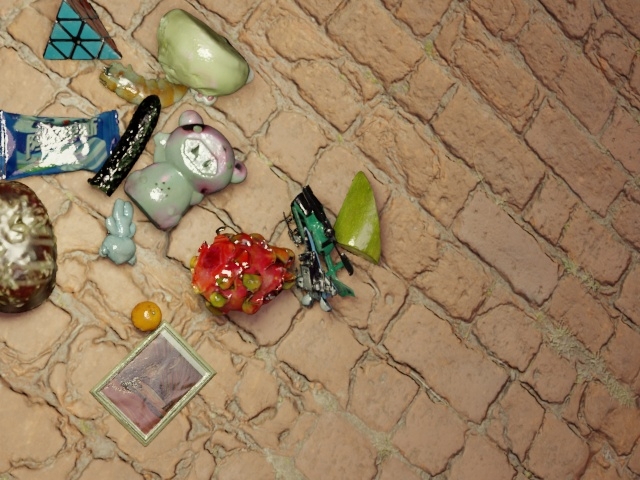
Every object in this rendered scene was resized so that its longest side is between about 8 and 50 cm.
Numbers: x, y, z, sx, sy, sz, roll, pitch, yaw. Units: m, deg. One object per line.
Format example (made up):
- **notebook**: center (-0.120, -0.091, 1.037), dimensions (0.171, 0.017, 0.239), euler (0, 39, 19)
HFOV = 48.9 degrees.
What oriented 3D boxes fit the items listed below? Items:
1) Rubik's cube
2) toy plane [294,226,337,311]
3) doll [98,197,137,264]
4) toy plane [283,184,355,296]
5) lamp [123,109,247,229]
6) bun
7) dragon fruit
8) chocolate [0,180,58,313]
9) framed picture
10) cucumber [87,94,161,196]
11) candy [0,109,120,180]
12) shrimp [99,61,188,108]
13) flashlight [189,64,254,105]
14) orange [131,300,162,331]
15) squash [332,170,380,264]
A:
- **Rubik's cube**: center (-0.672, -0.553, 1.891), dimensions (0.178, 0.190, 0.211), euler (-32, 131, 10)
- **toy plane**: center (-0.027, 0.082, 1.996), dimensions (0.078, 0.169, 0.246), euler (-36, 123, -36)
- **doll**: center (-0.542, -0.021, 1.883), dimensions (0.120, 0.075, 0.180), euler (22, 52, -48)
- **toy plane**: center (0.000, 0.000, 2.045), dimensions (0.106, 0.155, 0.382), euler (-31, 114, -30)
- **lamp**: center (-0.365, -0.185, 1.879), dimensions (0.301, 0.247, 0.247), euler (-43, 97, -12)
- **bun**: center (-0.332, -0.482, 1.896), dimensions (0.283, 0.283, 0.179), euler (37, 104, -14)
- **dragon fruit**: center (-0.199, 0.085, 1.915), dimensions (0.307, 0.243, 0.227), euler (-33, 58, -17)
- **chocolate**: center (-0.758, 0.008, 1.717), dimensions (0.225, 0.210, 0.340), euler (-5, 87, -24)
- **framed picture**: center (-0.446, 0.383, 1.902), dimensions (0.216, 0.016, 0.273), euler (48, 70, -11)
- **cucumber**: center (-0.505, -0.255, 1.877), dimensions (0.081, 0.072, 0.303), euler (42, 71, -37)
- **candy**: center (-0.685, -0.254, 1.843), dimensions (0.331, 0.077, 0.187), euler (-5, 89, -27)
- **shrimp**: center (-0.451, -0.465, 1.963), dimensions (0.287, 0.068, 0.185), euler (-42, 102, -22)
- **flashlight**: center (-0.281, -0.458, 2.039), dimensions (0.200, 0.047, 0.093), euler (-28, 90, -21)
- **orange**: center (-0.464, 0.202, 1.881), dimensions (0.083, 0.083, 0.084), euler (2, 83, -21)
- **squash**: center (0.151, -0.077, 2.142), dimensions (0.169, 0.093, 0.252), euler (27, 76, -15)
